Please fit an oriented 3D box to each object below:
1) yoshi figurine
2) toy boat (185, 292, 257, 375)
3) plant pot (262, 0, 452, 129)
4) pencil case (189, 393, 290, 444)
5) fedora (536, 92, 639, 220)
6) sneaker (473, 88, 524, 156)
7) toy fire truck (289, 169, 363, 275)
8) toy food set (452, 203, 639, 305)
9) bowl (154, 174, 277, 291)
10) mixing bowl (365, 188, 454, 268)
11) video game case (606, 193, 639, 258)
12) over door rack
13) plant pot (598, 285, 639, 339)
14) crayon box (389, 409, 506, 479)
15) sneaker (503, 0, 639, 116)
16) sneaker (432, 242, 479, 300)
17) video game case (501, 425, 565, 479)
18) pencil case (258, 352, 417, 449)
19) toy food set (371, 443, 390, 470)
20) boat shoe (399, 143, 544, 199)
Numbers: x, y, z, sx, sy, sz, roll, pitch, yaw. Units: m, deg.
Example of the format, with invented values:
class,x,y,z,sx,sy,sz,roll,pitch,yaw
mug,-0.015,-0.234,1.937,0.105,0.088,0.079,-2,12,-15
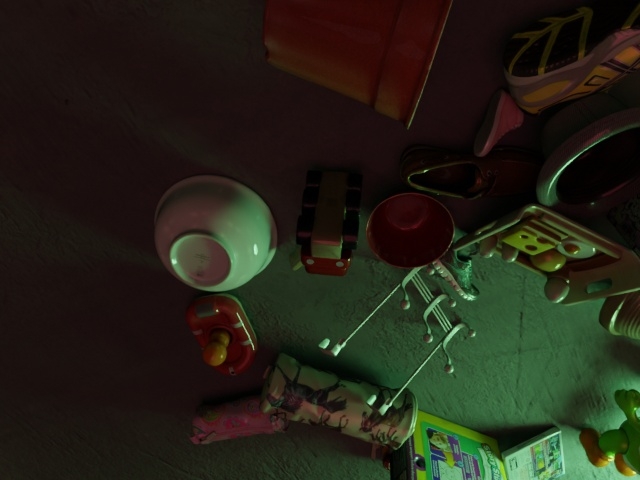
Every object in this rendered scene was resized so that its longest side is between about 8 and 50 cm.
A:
class,x,y,z,sx,sy,sz,roll,pitch,yaw
yoshi figurine,0.852,0.460,1.286,0.203,0.203,0.362,49,139,23
toy boat,-0.256,0.257,1.261,0.150,0.151,0.231,-13,119,14
plant pot,0.061,-0.352,0.814,0.264,0.272,0.273,17,121,4
pencil case,-0.232,0.516,1.434,0.284,0.124,0.124,-14,118,13
fedora,0.496,-0.166,0.913,0.243,0.124,0.275,-31,144,22
sneaker,0.347,-0.214,0.951,0.070,0.051,0.134,22,87,-16
toy fire truck,0.000,0.000,1.057,0.158,0.217,0.246,4,136,3
toy food set,0.460,0.045,1.027,0.306,0.092,0.220,24,158,-9
bowl,-0.254,0.011,1.125,0.297,0.134,0.298,3,120,5
mixing bowl,0.187,-0.041,1.066,0.181,0.098,0.182,2,121,4
video game case,0.644,-0.073,0.922,0.041,0.232,0.210,16,122,-2
over door rack,0.196,0.239,1.162,0.324,0.108,0.240,-39,112,-7
plant pot,0.726,0.133,1.049,0.237,0.110,0.237,-16,132,-19
crayon box,0.344,0.654,1.312,0.313,0.363,0.106,23,121,-8
sneaker,0.508,-0.341,0.854,0.384,0.145,0.147,-17,147,13
sneaker,0.324,0.071,1.143,0.076,0.065,0.166,-39,112,21
video game case,0.620,0.647,1.441,0.183,0.023,0.201,-22,118,-6
pencil case,0.039,0.422,1.316,0.410,0.183,0.160,15,84,1
toy food set,0.256,0.668,1.500,0.217,0.071,0.128,11,121,0
boat shoe,0.313,-0.124,0.999,0.307,0.104,0.111,1,120,5
